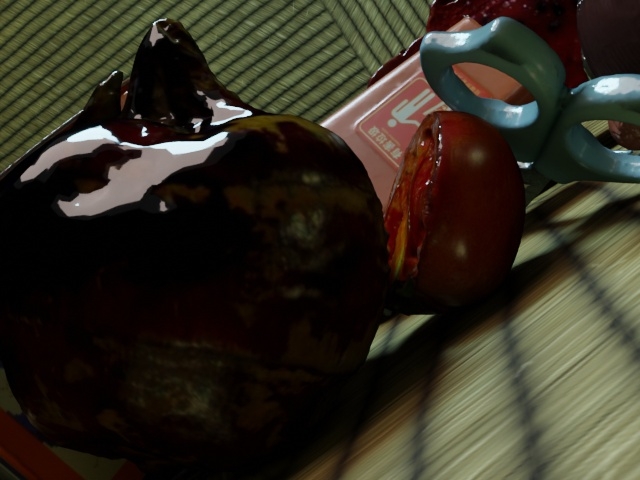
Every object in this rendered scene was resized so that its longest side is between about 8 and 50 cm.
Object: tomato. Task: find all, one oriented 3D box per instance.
[{"bbox_3d":[0.096,-0.012,0.534,0.159,0.091,0.139,108,173,-68],"label":"tomato"}]

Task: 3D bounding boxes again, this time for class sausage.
[{"bbox_3d":[0.285,-0.111,0.673,0.059,0.054,0.094,12,29,34],"label":"sausage"}]

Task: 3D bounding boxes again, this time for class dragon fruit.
[{"bbox_3d":[0.230,-0.247,0.955,0.329,0.228,0.286,-69,-14,18],"label":"dragon fruit"}]

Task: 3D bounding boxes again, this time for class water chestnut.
[{"bbox_3d":[-0.093,0.011,0.516,0.289,0.244,0.289,-29,28,17],"label":"water chestnut"}]

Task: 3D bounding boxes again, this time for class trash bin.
[{"bbox_3d":[0.103,-0.079,0.754,0.239,0.161,0.184,-41,-29,-1],"label":"trash bin"}]

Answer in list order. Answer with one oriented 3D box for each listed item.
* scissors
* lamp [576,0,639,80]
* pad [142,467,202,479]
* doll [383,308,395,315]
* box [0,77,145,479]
[{"bbox_3d":[0.163,-0.059,0.601,0.360,0.191,0.029,65,-131,-76],"label":"scissors"},{"bbox_3d":[0.277,-0.164,0.497,0.180,0.180,0.258,-34,-1,-25],"label":"lamp"},{"bbox_3d":[-0.142,0.205,0.732,0.220,0.004,0.330,-33,1,-2],"label":"pad"},{"bbox_3d":[0.049,0.060,0.740,0.058,0.040,0.085,-44,-3,19],"label":"doll"},{"bbox_3d":[-0.252,0.077,0.772,0.318,0.257,0.349,-53,13,-31],"label":"box"}]
